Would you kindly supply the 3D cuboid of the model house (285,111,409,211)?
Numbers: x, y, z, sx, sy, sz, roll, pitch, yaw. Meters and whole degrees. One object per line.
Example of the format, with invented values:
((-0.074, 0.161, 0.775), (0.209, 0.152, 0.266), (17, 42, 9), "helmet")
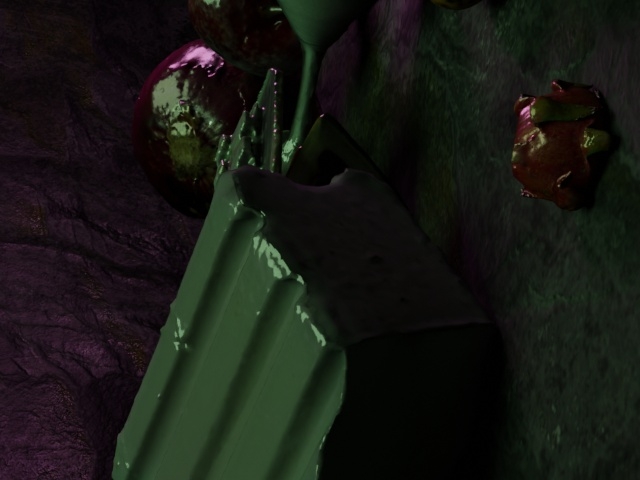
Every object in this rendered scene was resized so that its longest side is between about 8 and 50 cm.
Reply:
((-0.009, 0.007, 1.691), (0.268, 0.173, 0.239), (-63, 10, -11), "model house")

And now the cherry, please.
((-0.093, -0.359, 2.024), (0.300, 0.230, 0.203), (-162, 93, -79), "cherry")

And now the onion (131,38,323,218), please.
((-0.131, -0.205, 2.285), (0.385, 0.347, 0.348), (-37, -33, -54), "onion")

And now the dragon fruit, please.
((0.191, -0.081, 1.107), (0.126, 0.068, 0.112), (-98, 19, -57), "dragon fruit")

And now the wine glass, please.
((-0.009, -0.255, 1.799), (0.267, 0.267, 0.406), (-97, 13, -50), "wine glass")

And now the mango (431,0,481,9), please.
((0.148, -0.313, 1.409), (0.178, 0.090, 0.115), (-94, 17, -59), "mango")

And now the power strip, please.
((-0.103, -0.092, 1.677), (0.213, 0.064, 0.198), (115, 160, -49), "power strip")

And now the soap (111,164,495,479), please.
((-0.023, 0.185, 1.375), (0.350, 0.212, 0.435), (54, 132, 43), "soap")
